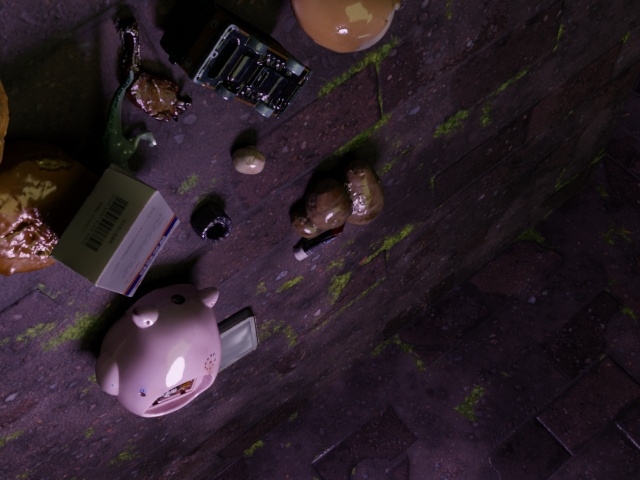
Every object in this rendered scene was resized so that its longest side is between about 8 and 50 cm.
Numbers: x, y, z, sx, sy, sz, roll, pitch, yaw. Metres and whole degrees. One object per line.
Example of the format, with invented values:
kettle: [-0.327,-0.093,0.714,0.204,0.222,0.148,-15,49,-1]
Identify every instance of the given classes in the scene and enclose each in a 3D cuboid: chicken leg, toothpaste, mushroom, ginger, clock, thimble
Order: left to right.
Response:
chicken leg: [-0.330,-0.308,1.181,0.106,0.051,0.253,-43,152,-10]
clock: [-0.426,0.305,1.721,0.368,0.250,0.377,-14,142,-42]
thimble: [-0.281,-0.040,1.608,0.095,0.066,0.104,-37,153,-14]
mushroom: [-0.176,-0.199,1.516,0.083,0.067,0.083,-2,158,-1]
toothpaste: [0.000,0.000,1.979,0.193,0.045,0.071,-31,-161,26]
ginger: [0.054,-0.118,1.852,0.304,0.155,0.245,-19,153,-21]

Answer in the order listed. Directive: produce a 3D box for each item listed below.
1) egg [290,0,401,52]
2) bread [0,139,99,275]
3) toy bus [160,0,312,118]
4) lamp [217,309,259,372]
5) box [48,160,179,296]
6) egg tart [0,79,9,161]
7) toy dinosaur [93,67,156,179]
egg: [0.044,-0.485,1.242,0.244,0.201,0.201,8,126,-44]
bread: [-0.548,-0.062,1.157,0.268,0.145,0.268,-33,149,-23]
toy bus: [-0.161,-0.357,1.203,0.138,0.167,0.275,-51,156,17]
lamp: [-0.339,0.373,2.148,0.269,0.047,0.266,-30,150,-20]
box: [-0.389,-0.007,1.212,0.200,0.106,0.299,-60,179,-11]
egg tart: [-0.619,-0.181,0.877,0.341,0.129,0.341,-29,134,-35]
toy dinosaur: [-0.370,-0.211,1.221,0.129,0.076,0.383,-18,153,-40]
